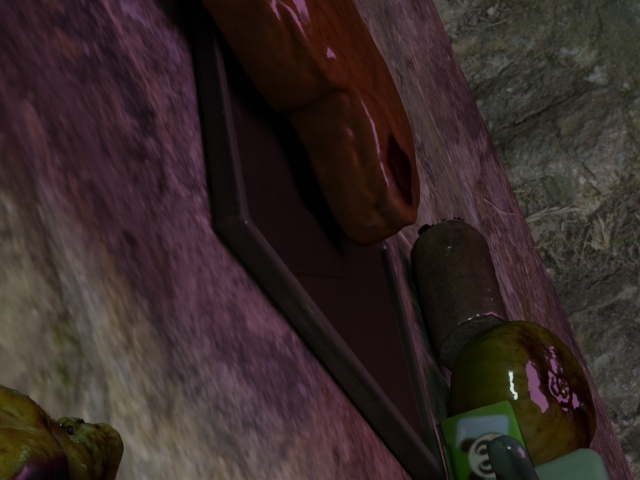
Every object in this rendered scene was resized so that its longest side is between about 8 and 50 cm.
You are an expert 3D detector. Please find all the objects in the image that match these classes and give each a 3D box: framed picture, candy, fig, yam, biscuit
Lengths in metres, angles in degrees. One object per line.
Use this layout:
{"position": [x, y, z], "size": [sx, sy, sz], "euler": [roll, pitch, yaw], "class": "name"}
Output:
{"position": [0.000, 0.000, 0.922], "size": [0.324, 0.020, 0.240], "euler": [53, 19, -46], "class": "framed picture"}
{"position": [0.144, 0.218, 0.993], "size": [0.097, 0.062, 0.194], "euler": [-99, 168, -48], "class": "candy"}
{"position": [0.170, 0.139, 1.146], "size": [0.153, 0.121, 0.136], "euler": [62, 30, -48], "class": "fig"}
{"position": [0.129, 0.050, 1.234], "size": [0.084, 0.084, 0.127], "euler": [56, 14, -42], "class": "yam"}
{"position": [-0.041, -0.213, 0.974], "size": [0.455, 0.078, 0.349], "euler": [57, 10, -35], "class": "biscuit"}

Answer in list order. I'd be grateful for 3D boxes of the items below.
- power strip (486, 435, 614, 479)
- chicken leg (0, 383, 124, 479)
{"position": [0.130, 0.220, 0.806], "size": [0.224, 0.140, 0.139], "euler": [60, 15, -25], "class": "power strip"}
{"position": [-0.084, 0.077, 0.360], "size": [0.178, 0.070, 0.093], "euler": [22, 45, -86], "class": "chicken leg"}
